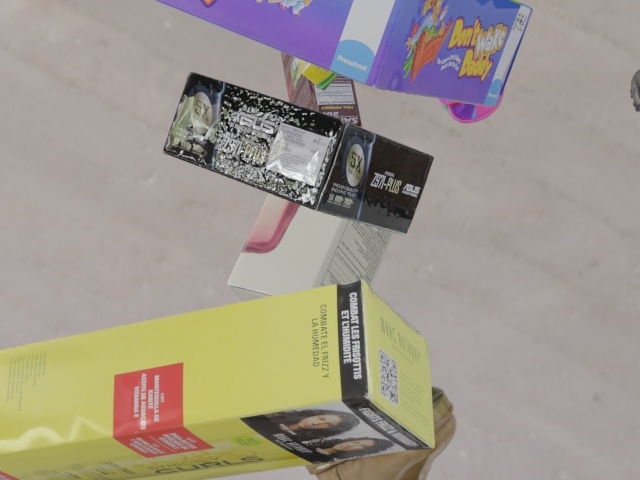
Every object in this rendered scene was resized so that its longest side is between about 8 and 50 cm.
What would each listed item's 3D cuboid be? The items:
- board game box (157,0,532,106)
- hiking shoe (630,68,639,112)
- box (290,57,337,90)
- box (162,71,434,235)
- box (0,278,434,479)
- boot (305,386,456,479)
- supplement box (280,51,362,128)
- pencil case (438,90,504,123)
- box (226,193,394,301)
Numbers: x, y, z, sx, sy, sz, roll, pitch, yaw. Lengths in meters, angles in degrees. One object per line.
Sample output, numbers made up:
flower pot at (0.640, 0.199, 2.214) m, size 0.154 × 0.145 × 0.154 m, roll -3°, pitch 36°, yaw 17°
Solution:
board game box at (-0.054, -0.192, 0.887) m, size 0.347 × 0.233 × 0.078 m, roll 25°, pitch 102°, yaw 22°
hiking shoe at (0.494, -0.167, 1.673) m, size 0.086 × 0.227 × 0.114 m, roll 17°, pitch 122°, yaw -42°
box at (0.028, -0.264, 1.635) m, size 0.043 × 0.105 × 0.179 m, roll 38°, pitch 108°, yaw -20°
box at (-0.019, -0.075, 1.124) m, size 0.180 × 0.147 × 0.077 m, roll 22°, pitch 94°, yaw 35°
box at (-0.069, 0.077, 0.612) m, size 0.232 × 0.058 × 0.087 m, roll -11°, pitch 153°, yaw 20°
boot at (0.114, 0.270, 1.141) m, size 0.269 × 0.089 × 0.236 m, roll 56°, pitch 154°, yaw 1°
supplement box at (-0.004, -0.248, 1.969) m, size 0.073 × 0.239 × 0.130 m, roll -3°, pitch 159°, yaw -16°
pencil case at (0.194, -0.235, 1.842) m, size 0.104 × 0.236 × 0.104 m, roll -1°, pitch 106°, yaw -5°
box at (0.000, 0.000, 1.690) m, size 0.127 × 0.232 × 0.148 m, roll 15°, pitch 160°, yaw 29°
